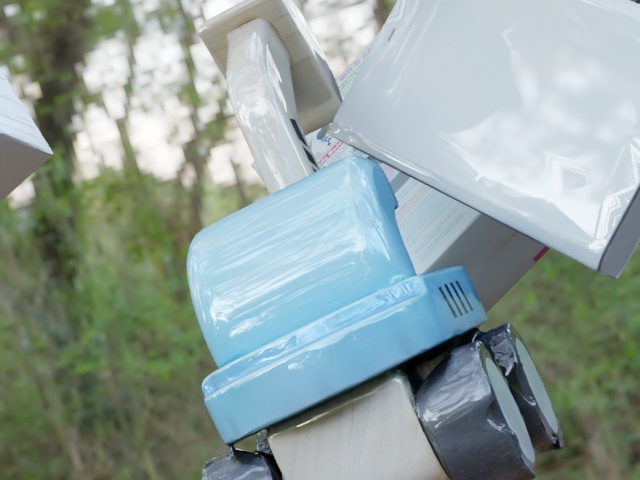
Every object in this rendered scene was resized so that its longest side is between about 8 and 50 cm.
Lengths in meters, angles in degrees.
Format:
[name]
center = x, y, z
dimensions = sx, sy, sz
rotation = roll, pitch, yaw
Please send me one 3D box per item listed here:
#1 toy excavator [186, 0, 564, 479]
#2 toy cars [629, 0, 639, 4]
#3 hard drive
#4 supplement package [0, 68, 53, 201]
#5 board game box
[toy excavator]
center = 0.000, 0.000, 1.541
dimensions = 0.222, 0.445, 0.433
rotation = -25, -3, 12
[toy cars]
center = 0.301, -0.217, 1.702
dimensions = 0.394, 0.176, 0.087
rotation = 11, -28, 17
[hard drive]
center = 0.164, -0.118, 1.609
dimensions = 0.307, 0.203, 0.040
rotation = 29, 2, 41
[supplement package]
center = -0.388, -0.135, 2.114
dimensions = 0.105, 0.179, 0.105
rotation = -40, -24, 14
[board game box]
center = 0.087, -0.054, 1.843
dimensions = 0.224, 0.097, 0.303
rotation = -45, 39, 9
